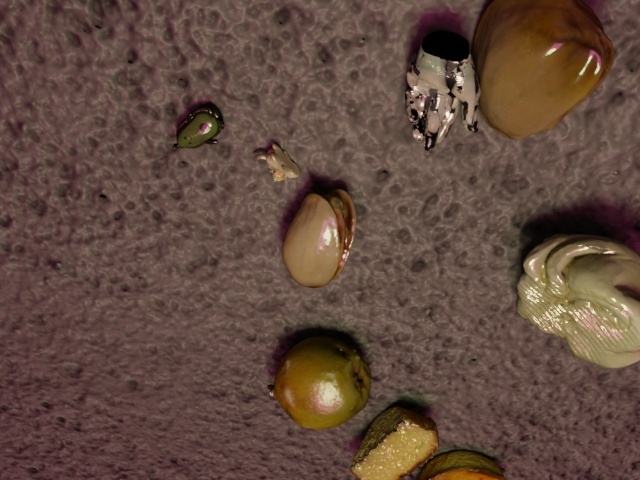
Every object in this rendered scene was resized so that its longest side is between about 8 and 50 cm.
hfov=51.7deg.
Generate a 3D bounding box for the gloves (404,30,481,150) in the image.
[{"bbox_3d":[0.208,-0.251,1.132,0.127,0.111,0.212,-6,153,0],"label":"gloves"}]

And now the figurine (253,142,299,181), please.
[{"bbox_3d":[-0.083,-0.143,1.254,0.050,0.047,0.083,-21,130,34],"label":"figurine"}]

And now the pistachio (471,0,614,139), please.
[{"bbox_3d":[0.335,-0.285,1.075,0.213,0.163,0.260,51,143,14],"label":"pistachio"}]

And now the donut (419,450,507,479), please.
[{"bbox_3d":[0.346,0.633,1.744,0.259,0.101,0.152,-33,117,24],"label":"donut"}]

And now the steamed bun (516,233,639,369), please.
[{"bbox_3d":[0.543,0.089,1.285,0.268,0.207,0.280,29,154,28],"label":"steamed bun"}]

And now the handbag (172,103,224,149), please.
[{"bbox_3d":[-0.225,-0.202,1.212,0.111,0.047,0.072,-33,117,20],"label":"handbag"}]

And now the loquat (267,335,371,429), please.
[{"bbox_3d":[-0.013,0.327,1.490,0.246,0.213,0.213,-15,124,26],"label":"loquat"}]

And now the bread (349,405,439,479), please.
[{"bbox_3d":[0.188,0.499,1.639,0.129,0.134,0.260,35,115,-9],"label":"bread"}]

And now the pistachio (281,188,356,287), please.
[{"bbox_3d":[0.000,0.000,1.291,0.144,0.144,0.215,14,127,-7],"label":"pistachio"}]
